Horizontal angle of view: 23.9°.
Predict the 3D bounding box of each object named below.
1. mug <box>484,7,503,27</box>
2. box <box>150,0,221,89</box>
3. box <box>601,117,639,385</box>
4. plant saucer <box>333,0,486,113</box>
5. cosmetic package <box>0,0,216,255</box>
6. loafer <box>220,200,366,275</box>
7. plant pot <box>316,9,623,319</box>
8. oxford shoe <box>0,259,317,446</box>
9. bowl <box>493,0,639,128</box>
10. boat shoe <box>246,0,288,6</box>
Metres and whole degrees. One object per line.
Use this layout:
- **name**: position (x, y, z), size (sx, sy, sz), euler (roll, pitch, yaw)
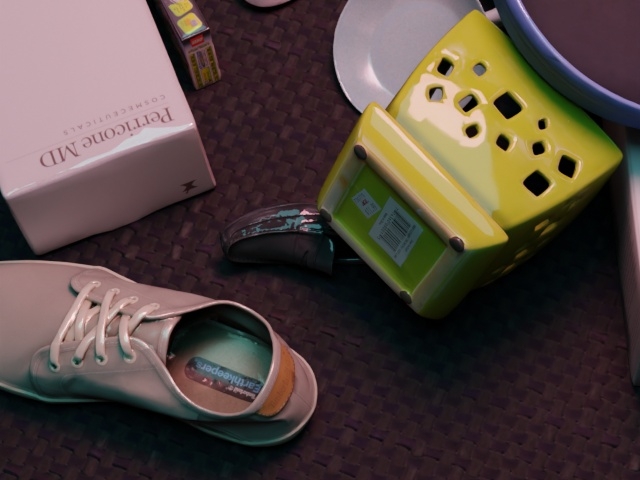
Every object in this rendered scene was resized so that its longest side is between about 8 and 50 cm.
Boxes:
- **mug**: position (0.240, -0.404, 1.782), size (0.374, 0.276, 0.328), euler (-37, 76, 20)
- **box**: position (-0.182, -0.294, 1.825), size (0.036, 0.114, 0.207), euler (-25, 65, -7)
- **box**: position (0.429, -0.037, 1.623), size (0.215, 0.168, 0.345), euler (-3, 65, 4)
- **plant saucer**: position (0.111, -0.226, 1.781), size (0.195, 0.037, 0.195), euler (1, 92, 23)
- **cosmetic package**: position (-0.311, -0.238, 1.783), size (0.230, 0.161, 0.453), euler (-22, 66, -6)
- **loafer**: position (0.000, 0.000, 1.690), size (0.223, 0.076, 0.078), euler (-6, 57, -2)
- **plant pot**: position (0.138, -0.063, 1.584), size (0.227, 0.228, 0.207), euler (46, 60, 9)
- **oxford shoe**: position (-0.220, 0.105, 1.632), size (0.449, 0.130, 0.169), euler (15, 68, 13)
- **bowl**: position (0.352, -0.294, 1.558), size (0.391, 0.077, 0.391), euler (3, 74, -12)
- **boat shoe**: position (-0.002, -0.419, 1.875), size (0.108, 0.102, 0.301), euler (37, 73, 19)
